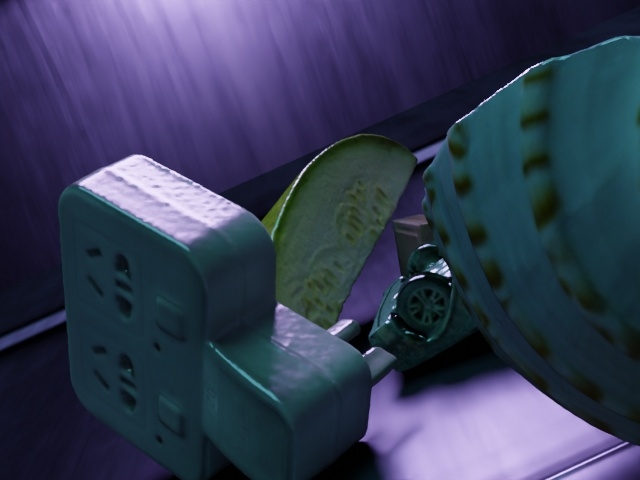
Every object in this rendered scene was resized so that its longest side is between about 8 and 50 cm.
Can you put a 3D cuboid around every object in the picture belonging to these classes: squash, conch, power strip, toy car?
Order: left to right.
[{"bbox_3d":[-0.072,0.073,0.885,0.261,0.229,0.141,28,41,31],"label":"power strip"},{"bbox_3d":[0.000,0.000,1.076,0.289,0.111,0.203,-48,16,-7],"label":"squash"},{"bbox_3d":[0.185,0.002,0.939,0.320,0.097,0.141,-35,8,17],"label":"toy car"},{"bbox_3d":[0.216,0.011,0.596,0.303,0.215,0.319,-13,-27,5],"label":"conch"}]

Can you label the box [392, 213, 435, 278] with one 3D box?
[{"bbox_3d":[0.103,0.017,1.103,0.035,0.079,0.083,-12,9,-16],"label":"box"}]
